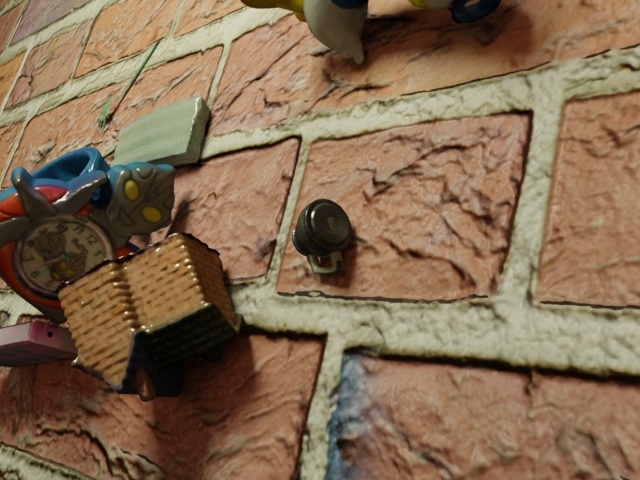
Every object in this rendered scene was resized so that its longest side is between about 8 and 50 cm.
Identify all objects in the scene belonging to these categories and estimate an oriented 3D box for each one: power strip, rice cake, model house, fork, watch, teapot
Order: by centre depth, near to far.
[{"bbox_3d":[0.000,0.000,0.704,0.057,0.066,0.088,-30,71,50],"label":"teapot"},{"bbox_3d":[-0.196,0.111,0.755,0.182,0.166,0.172,-30,65,7],"label":"model house"},{"bbox_3d":[-0.387,-0.051,0.960,0.305,0.241,0.274,-38,32,-14],"label":"watch"},{"bbox_3d":[-0.496,0.176,0.998,0.278,0.109,0.038,-14,61,35],"label":"power strip"},{"bbox_3d":[-0.289,-0.174,1.053,0.237,0.043,0.127,-10,60,36],"label":"rice cake"},{"bbox_3d":[-0.409,-0.322,1.253,0.039,0.021,0.235,34,92,43],"label":"fork"}]

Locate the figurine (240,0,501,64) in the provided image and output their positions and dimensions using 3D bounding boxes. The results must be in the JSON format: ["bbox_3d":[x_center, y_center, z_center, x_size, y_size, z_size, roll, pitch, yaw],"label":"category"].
[{"bbox_3d":[0.079,-0.357,0.735,0.338,0.284,0.204,31,47,28],"label":"figurine"}]
